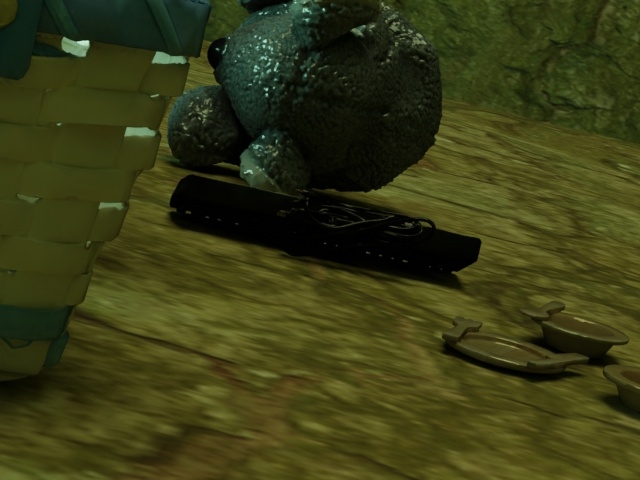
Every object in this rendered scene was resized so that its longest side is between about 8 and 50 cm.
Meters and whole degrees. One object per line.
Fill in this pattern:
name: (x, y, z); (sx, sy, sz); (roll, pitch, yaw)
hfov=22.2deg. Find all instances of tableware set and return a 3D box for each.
tableware set: (0.151, 0.062, 0.840); (0.168, 0.020, 0.141); (18, 10, 29)

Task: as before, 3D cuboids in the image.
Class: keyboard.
keyboard: (0.000, 0.000, 1.009); (0.192, 0.038, 0.100); (12, -14, -5)

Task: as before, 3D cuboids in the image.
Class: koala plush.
koala plush: (-0.006, -0.116, 1.201); (0.203, 0.196, 0.221); (24, 6, 2)

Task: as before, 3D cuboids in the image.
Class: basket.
basket: (-0.156, -0.113, 0.602); (0.201, 0.289, 0.255); (2, 17, -30)
